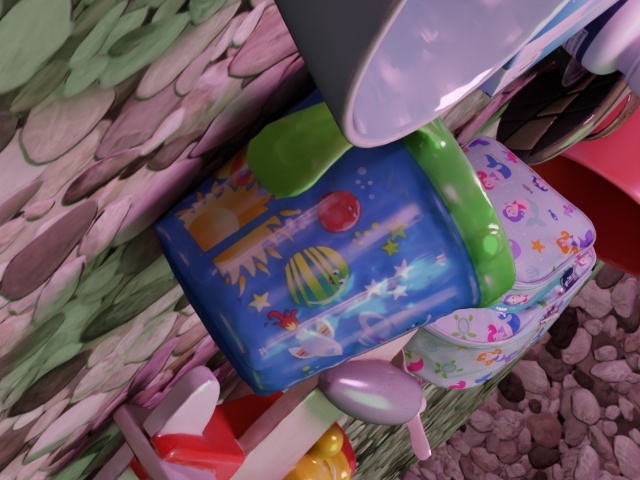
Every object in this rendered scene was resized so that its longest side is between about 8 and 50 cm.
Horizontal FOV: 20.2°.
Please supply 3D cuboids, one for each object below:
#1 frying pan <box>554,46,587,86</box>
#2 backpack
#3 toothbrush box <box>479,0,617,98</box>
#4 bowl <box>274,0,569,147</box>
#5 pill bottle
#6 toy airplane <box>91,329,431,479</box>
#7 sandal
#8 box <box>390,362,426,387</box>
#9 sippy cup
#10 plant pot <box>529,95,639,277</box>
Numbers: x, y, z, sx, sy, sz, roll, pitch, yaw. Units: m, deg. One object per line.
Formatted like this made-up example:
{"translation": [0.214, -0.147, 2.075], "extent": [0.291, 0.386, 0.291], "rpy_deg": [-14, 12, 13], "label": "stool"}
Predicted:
{"translation": [0.360, -0.301, 1.951], "extent": [0.326, 0.053, 0.197], "rpy_deg": [-51, 169, 10], "label": "frying pan"}
{"translation": [0.161, 0.028, 1.967], "extent": [0.253, 0.225, 0.191], "rpy_deg": [-40, 165, -31], "label": "backpack"}
{"translation": [0.215, -0.278, 1.404], "extent": [0.295, 0.126, 0.216], "rpy_deg": [-38, 166, -32], "label": "toothbrush box"}
{"translation": [0.071, -0.219, 1.052], "extent": [0.311, 0.163, 0.311], "rpy_deg": [-42, 166, -13], "label": "bowl"}
{"translation": [0.249, -0.212, 1.576], "extent": [0.112, 0.187, 0.112], "rpy_deg": [-43, 167, -12], "label": "pill bottle"}
{"translation": [-0.062, 0.254, 1.872], "extent": [0.384, 0.272, 0.386], "rpy_deg": [-37, 165, -31], "label": "toy airplane"}
{"translation": [0.324, -0.166, 2.074], "extent": [0.303, 0.120, 0.086], "rpy_deg": [-38, 125, -31], "label": "sandal"}
{"translation": [0.092, 0.115, 2.254], "extent": [0.128, 0.122, 0.257], "rpy_deg": [-48, 167, 13], "label": "box"}
{"translation": [0.000, 0.000, 1.434], "extent": [0.224, 0.240, 0.305], "rpy_deg": [-32, 122, -9], "label": "sippy cup"}
{"translation": [0.401, -0.123, 2.226], "extent": [0.243, 0.275, 0.275], "rpy_deg": [-51, 169, -13], "label": "plant pot"}
